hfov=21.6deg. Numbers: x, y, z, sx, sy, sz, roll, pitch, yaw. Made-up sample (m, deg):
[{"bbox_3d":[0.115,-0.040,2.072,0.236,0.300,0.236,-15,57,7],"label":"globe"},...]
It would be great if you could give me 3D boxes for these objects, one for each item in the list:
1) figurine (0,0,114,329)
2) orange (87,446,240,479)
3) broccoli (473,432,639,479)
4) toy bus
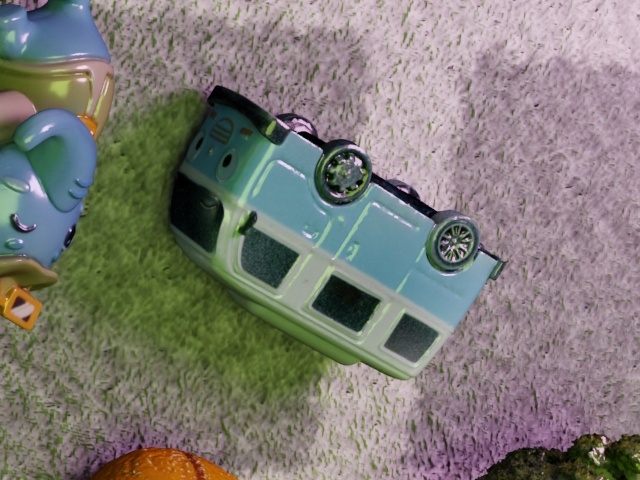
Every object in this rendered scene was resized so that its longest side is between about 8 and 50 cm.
[{"bbox_3d":[-0.243,-0.063,1.259,0.154,0.180,0.262,14,102,2],"label":"figurine"},{"bbox_3d":[-0.133,0.270,1.387,0.193,0.161,0.193,-8,105,-30],"label":"orange"},{"bbox_3d":[0.215,0.326,1.506,0.304,0.283,0.321,-15,126,-33],"label":"broccoli"},{"bbox_3d":[0.000,0.000,1.407,0.271,0.133,0.164,31,91,-30],"label":"toy bus"}]
